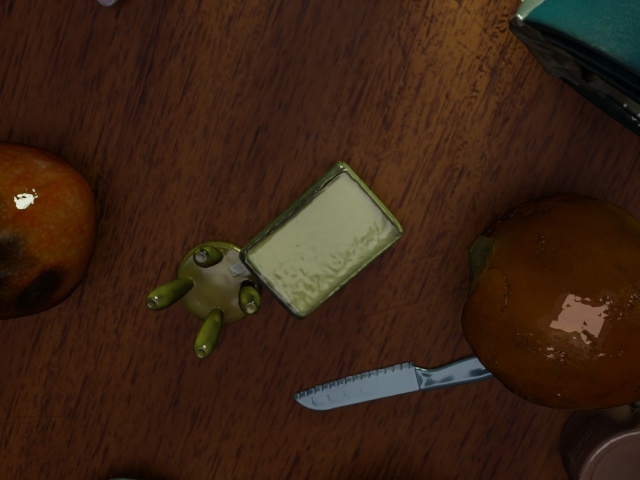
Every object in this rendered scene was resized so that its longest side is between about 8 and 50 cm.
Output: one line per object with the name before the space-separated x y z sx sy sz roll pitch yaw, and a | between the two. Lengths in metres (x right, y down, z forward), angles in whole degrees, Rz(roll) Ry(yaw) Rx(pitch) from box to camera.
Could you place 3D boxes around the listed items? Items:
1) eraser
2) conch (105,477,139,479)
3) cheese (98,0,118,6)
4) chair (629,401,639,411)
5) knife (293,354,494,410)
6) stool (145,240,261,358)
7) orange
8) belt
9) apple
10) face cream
eraser | 0.000 0.000 0.925 0.172 0.058 0.117 -41 100 9
conch | -0.235 0.414 1.021 0.221 0.121 0.185 25 133 -6
cheese | -0.183 -0.360 0.864 0.137 0.064 0.227 45 103 -4
chair | 0.515 0.123 0.847 0.203 0.190 0.274 40 58 -5
knife | 0.116 0.178 0.980 0.313 0.019 0.044 -14 93 8
stool | -0.133 0.065 0.927 0.134 0.110 0.135 3 101 5
orange | 0.271 0.067 0.833 0.240 0.240 0.239 1 102 5
belt | 0.398 -0.146 0.739 0.436 0.300 0.173 40 101 5
apple | -0.381 -0.009 0.881 0.230 0.230 0.229 1 102 5
face cream | 0.379 0.276 0.933 0.149 0.104 0.149 1 102 5
